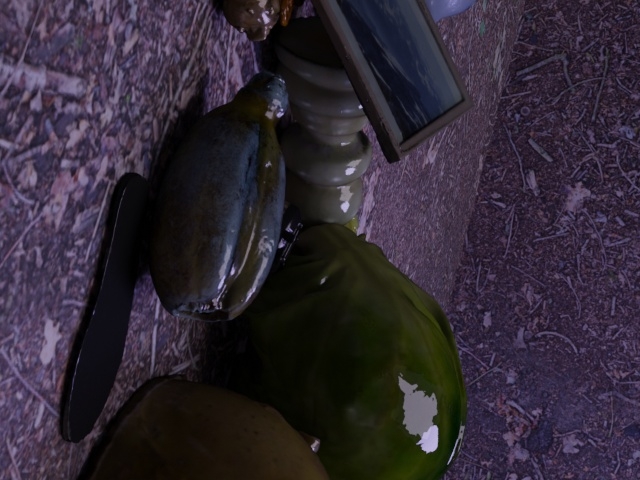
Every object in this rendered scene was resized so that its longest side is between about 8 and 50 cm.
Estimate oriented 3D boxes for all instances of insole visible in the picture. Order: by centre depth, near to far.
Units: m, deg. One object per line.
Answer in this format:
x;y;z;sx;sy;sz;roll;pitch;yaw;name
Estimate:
-0.239;0.075;1.149;0.110;0.012;0.310;4;98;-73;insole

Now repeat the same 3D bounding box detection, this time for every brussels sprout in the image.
0.055;0.223;1.543;0.342;0.361;0.426;-24;128;-30;brussels sprout

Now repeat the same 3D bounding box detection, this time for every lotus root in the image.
-0.121;-0.059;1.241;0.158;0.139;0.322;33;63;-47;lotus root

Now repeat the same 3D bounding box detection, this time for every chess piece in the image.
0.009;-0.160;1.550;0.182;0.182;0.330;-57;160;-50;chess piece

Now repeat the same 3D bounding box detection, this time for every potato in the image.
-0.112;0.421;1.321;0.385;0.319;0.442;-53;154;-52;potato

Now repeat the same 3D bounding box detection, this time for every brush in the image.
-0.035;-0.340;1.368;0.314;0.017;0.090;-82;173;-64;brush

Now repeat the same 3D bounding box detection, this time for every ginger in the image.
-0.086;-0.345;1.229;0.204;0.080;0.104;89;7;-45;ginger

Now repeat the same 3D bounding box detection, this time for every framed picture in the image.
0.087;-0.296;1.407;0.247;0.022;0.335;-36;103;-49;framed picture

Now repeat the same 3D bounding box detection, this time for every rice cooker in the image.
-0.083;-0.012;1.425;0.112;0.106;0.165;-62;-177;-9;rice cooker

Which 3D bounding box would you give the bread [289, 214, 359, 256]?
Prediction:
0.000;0.000;1.711;0.129;0.111;0.114;-34;-156;36;bread

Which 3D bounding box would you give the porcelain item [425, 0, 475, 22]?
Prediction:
0.162;-0.474;1.671;0.178;0.242;0.405;53;51;-35;porcelain item
